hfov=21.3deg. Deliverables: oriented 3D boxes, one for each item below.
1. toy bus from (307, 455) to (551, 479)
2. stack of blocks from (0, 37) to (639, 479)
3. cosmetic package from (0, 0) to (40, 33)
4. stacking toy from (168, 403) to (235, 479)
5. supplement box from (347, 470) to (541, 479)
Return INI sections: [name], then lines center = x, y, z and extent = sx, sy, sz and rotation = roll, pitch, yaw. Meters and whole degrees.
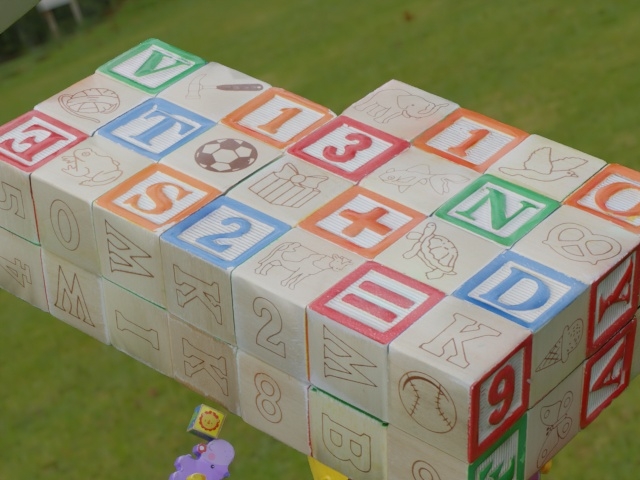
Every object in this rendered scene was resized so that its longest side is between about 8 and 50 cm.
[toy bus]
center = 0.110, 0.210, 1.400
extent = 0.220, 0.211, 0.149
rotation = -10, -10, -20
[stack of blocks]
center = 0.000, 0.000, 0.807
extent = 0.297, 0.087, 0.171
rotation = 24, 43, 32
[cosmetic package]
center = -0.278, -0.431, 1.364
extent = 0.394, 0.329, 0.327
rotation = -38, -21, 4
[stacking toy]
center = -0.077, 0.147, 1.382
extent = 0.221, 0.052, 0.167
rotation = -69, 12, -18
[supplement box]
center = 0.066, 0.215, 0.919
extent = 0.104, 0.188, 0.081
rotation = 2, 9, 8
